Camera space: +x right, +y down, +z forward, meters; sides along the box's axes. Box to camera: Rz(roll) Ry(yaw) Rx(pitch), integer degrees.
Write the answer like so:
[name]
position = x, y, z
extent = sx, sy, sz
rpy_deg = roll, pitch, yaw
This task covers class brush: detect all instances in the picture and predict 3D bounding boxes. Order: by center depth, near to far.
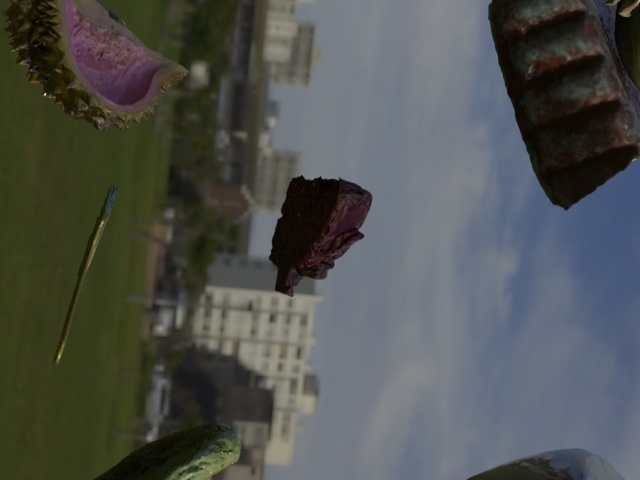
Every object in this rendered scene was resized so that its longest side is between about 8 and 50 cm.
[brush]
position = -0.222, 0.040, 1.309
extent = 0.205, 0.011, 0.083
rpy_deg = -82, -164, -49

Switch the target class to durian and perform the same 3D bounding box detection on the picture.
[durian]
position = -0.259, -0.201, 1.581
extent = 0.132, 0.165, 0.182
rpy_deg = -61, 155, -2

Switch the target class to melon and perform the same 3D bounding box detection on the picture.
[melon]
position = 0.291, -0.181, 1.159
extent = 0.098, 0.098, 0.130
rpy_deg = -129, -135, -82

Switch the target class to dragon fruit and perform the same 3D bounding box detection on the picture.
[dragon fruit]
position = 0.003, 0.000, 1.463
extent = 0.097, 0.063, 0.131
rpy_deg = 17, -90, 54

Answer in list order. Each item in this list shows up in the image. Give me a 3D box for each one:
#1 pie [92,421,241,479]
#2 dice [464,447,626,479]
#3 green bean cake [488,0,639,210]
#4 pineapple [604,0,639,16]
[pie]
position = -0.066, 0.089, 0.511
extent = 0.021, 0.084, 0.084
rpy_deg = 60, -4, -3
[dice]
position = 0.191, 0.343, 1.236
extent = 0.259, 0.251, 0.243
rpy_deg = 35, 23, -53
[green bean cake]
position = 0.225, -0.138, 1.233
extent = 0.198, 0.097, 0.233
rpy_deg = 70, 20, 1
[pineapple]
position = 0.160, -0.164, 0.649
extent = 0.069, 0.137, 0.116
rpy_deg = -21, 112, -47
